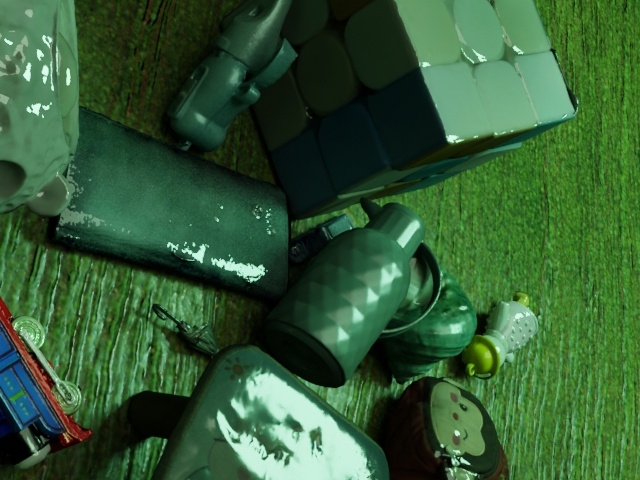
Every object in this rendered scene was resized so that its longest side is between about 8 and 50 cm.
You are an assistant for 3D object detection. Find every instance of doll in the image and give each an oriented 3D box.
[{"bbox_3d":[0.301,0.164,1.878,0.207,0.081,0.129,-40,133,-40],"label":"doll"}]

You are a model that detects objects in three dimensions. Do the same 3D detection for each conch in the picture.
[{"bbox_3d":[0.143,0.115,1.725,0.196,0.134,0.202,9,67,6],"label":"conch"}]

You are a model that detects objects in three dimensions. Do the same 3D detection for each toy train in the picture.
[{"bbox_3d":[-0.362,0.165,1.275,0.131,0.083,0.204,-35,95,-45],"label":"toy train"}]

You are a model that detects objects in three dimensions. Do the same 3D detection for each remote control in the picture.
[{"bbox_3d":[-0.001,0.001,1.710,0.152,0.027,0.043,-26,87,-47],"label":"remote control"}]

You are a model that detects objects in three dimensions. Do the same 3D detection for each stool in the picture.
[{"bbox_3d":[-0.110,0.326,1.339,0.310,0.226,0.310,43,50,-23],"label":"stool"}]

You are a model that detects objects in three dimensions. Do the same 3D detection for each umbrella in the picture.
[{"bbox_3d":[-0.130,0.156,1.527,0.269,0.044,0.044,42,12,-31],"label":"umbrella"}]

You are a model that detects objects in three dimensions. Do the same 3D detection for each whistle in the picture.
[{"bbox_3d":[-0.128,-0.241,1.589,0.093,0.186,0.274,33,90,-34],"label":"whistle"}]

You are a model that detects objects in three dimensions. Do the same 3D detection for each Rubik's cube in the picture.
[{"bbox_3d":[0.118,-0.263,1.705,0.347,0.344,0.347,-14,81,-45],"label":"Rubik's cube"}]

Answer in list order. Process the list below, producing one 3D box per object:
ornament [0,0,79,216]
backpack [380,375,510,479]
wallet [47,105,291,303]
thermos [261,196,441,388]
[{"bbox_3d":[-0.417,-0.180,1.202,0.337,0.337,0.337,18,62,-36],"label":"ornament"},{"bbox_3d":[0.195,0.326,1.683,0.229,0.139,0.229,33,35,-27],"label":"backpack"},{"bbox_3d":[-0.193,-0.040,1.536,0.379,0.046,0.190,19,63,-37],"label":"wallet"},{"bbox_3d":[0.062,0.074,1.604,0.182,0.145,0.286,39,63,2],"label":"thermos"}]
